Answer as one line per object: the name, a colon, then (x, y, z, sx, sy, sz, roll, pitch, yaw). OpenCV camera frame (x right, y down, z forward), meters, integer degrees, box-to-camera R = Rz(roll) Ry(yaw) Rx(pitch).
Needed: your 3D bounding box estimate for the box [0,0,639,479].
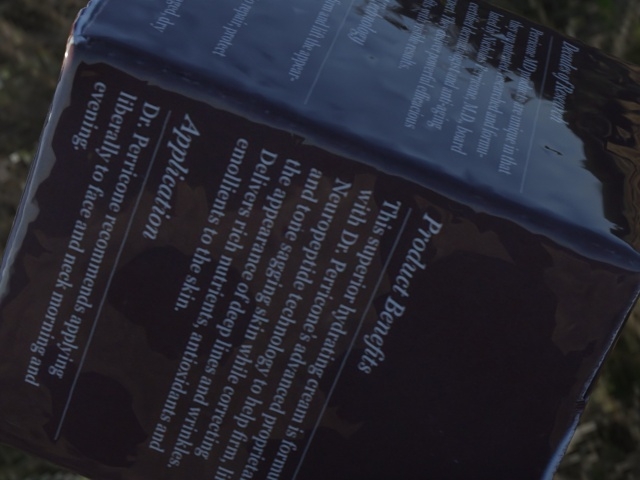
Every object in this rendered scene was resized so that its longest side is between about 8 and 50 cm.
box: (0.000, 0.000, 0.705, 0.203, 0.168, 0.167, 22, 29, -1)
